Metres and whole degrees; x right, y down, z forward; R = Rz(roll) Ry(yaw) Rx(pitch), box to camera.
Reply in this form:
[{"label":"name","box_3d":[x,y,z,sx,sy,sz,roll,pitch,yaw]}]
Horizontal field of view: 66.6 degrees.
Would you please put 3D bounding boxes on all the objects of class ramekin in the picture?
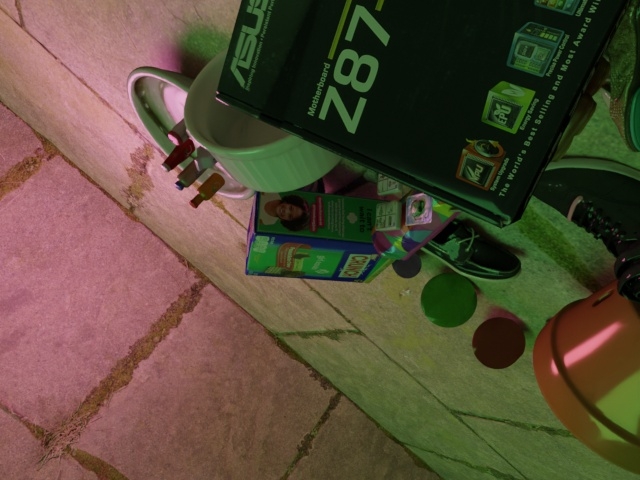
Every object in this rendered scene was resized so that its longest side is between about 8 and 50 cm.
[{"label":"ramekin","box_3d":[-0.074,-0.213,0.821,0.277,0.277,0.135,23,159,29]}]

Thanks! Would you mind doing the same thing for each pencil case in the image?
[{"label":"pencil case","box_3d":[0.188,-0.050,0.875,0.104,0.104,0.236,39,140,-3]}]

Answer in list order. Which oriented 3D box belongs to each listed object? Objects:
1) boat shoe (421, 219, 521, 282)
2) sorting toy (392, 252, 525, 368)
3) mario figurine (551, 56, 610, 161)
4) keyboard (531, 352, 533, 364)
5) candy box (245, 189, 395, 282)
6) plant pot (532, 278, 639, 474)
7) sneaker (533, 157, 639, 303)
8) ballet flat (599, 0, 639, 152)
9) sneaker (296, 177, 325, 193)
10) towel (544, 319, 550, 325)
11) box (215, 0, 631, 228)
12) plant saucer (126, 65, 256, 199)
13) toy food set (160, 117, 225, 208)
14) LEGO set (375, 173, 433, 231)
[{"label":"boat shoe","box_3d":[0.276,0.009,0.951,0.233,0.084,0.079,28,155,28]},{"label":"sorting toy","box_3d":[0.315,0.149,1.166,0.365,0.127,0.126,41,-174,1]},{"label":"mario figurine","box_3d":[0.147,-0.204,0.581,0.321,0.198,0.170,29,119,9]},{"label":"keyboard","box_3d":[0.620,0.324,1.128,0.256,0.014,0.072,23,147,30]},{"label":"candy box","box_3d":[0.000,0.000,1.094,0.317,0.122,0.268,4,158,-11]},{"label":"plant pot","box_3d":[0.503,0.170,0.723,0.291,0.291,0.203,29,138,18]},{"label":"sneaker","box_3d":[0.405,-0.010,0.662,0.296,0.147,0.104,27,156,26]},{"label":"ballet flat","box_3d":[0.347,-0.192,0.540,0.067,0.073,0.206,52,172,50]},{"label":"sneaker","box_3d":[-0.072,-0.137,1.055,0.112,0.131,0.319,22,150,26]},{"label":"towel","box_3d":[0.540,0.227,1.043,0.110,0.027,0.148,15,147,43]},{"label":"box","box_3d":[0.104,-0.254,0.417,0.318,0.394,0.097,30,-160,23]},{"label":"plant saucer","box_3d":[-0.291,-0.275,1.209,0.400,0.100,0.400,31,156,16]},{"label":"toy food set","box_3d":[-0.306,-0.183,1.139,0.111,0.104,0.232,32,156,12]},{"label":"LEGO set","box_3d":[0.169,-0.110,0.800,0.060,0.182,0.244,5,176,-20]}]
